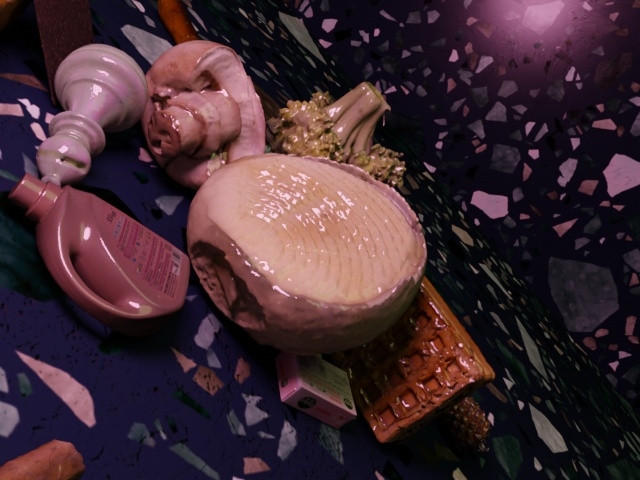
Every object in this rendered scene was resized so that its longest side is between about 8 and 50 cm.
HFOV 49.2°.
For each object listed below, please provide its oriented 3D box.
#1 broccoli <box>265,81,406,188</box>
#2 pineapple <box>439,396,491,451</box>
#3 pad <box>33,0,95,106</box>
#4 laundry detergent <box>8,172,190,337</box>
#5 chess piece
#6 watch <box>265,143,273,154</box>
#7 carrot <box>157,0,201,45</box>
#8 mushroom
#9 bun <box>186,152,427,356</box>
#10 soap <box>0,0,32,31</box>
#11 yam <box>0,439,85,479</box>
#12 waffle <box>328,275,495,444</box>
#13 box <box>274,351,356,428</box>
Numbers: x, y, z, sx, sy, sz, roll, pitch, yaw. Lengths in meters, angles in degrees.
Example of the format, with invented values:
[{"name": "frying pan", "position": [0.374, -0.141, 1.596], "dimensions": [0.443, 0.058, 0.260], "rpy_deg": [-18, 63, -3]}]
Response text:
[{"name": "broccoli", "position": [0.030, -0.246, 1.609], "dimensions": [0.348, 0.281, 0.293], "rpy_deg": [29, 30, -42]}, {"name": "pineapple", "position": [0.255, 0.316, 1.362], "dimensions": [0.103, 0.083, 0.221], "rpy_deg": [13, 38, -57]}, {"name": "pad", "position": [-0.405, -0.397, 1.088], "dimensions": [0.004, 0.330, 0.220], "rpy_deg": [1, 27, 2]}, {"name": "laundry detergent", "position": [-0.274, 0.020, 0.853], "dimensions": [0.237, 0.076, 0.171], "rpy_deg": [37, 24, -26]}, {"name": "chess piece", "position": [-0.339, -0.159, 0.994], "dimensions": [0.139, 0.139, 0.271], "rpy_deg": [37, 34, -27]}, {"name": "watch", "position": [-0.146, -0.144, 1.356], "dimensions": [0.165, 0.131, 0.152], "rpy_deg": [33, 7, -25]}, {"name": "carrot", "position": [-0.301, -0.451, 1.634], "dimensions": [0.066, 0.066, 0.314], "rpy_deg": [6, 50, -60]}, {"name": "mushroom", "position": [-0.223, -0.197, 1.172], "dimensions": [0.195, 0.189, 0.253], "rpy_deg": [-35, 119, -45]}, {"name": "bun", "position": [-0.029, 0.031, 1.084], "dimensions": [0.364, 0.202, 0.364], "rpy_deg": [11, 42, -10]}, {"name": "soap", "position": [-0.546, -0.401, 0.951], "dimensions": [0.281, 0.143, 0.259], "rpy_deg": [40, 25, -19]}, {"name": "yam", "position": [-0.277, 0.222, 0.545], "dimensions": [0.056, 0.057, 0.241], "rpy_deg": [51, 20, 6]}, {"name": "waffle", "position": [0.116, 0.160, 1.181], "dimensions": [0.308, 0.213, 0.091], "rpy_deg": [58, 14, 26]}, {"name": "box", "position": [-0.007, 0.222, 1.068], "dimensions": [0.125, 0.043, 0.089], "rpy_deg": [35, 25, -31]}]
